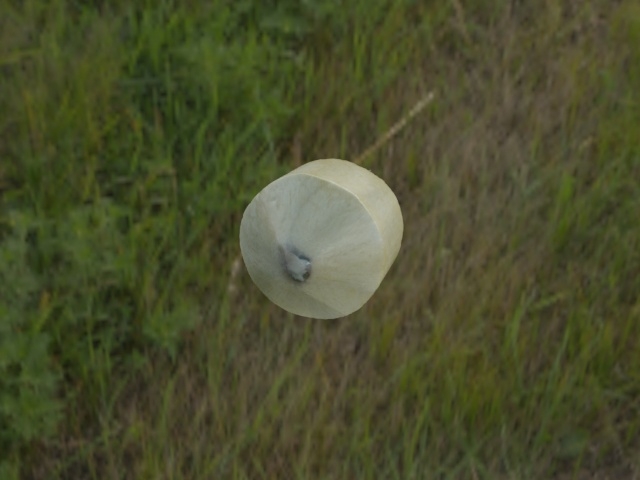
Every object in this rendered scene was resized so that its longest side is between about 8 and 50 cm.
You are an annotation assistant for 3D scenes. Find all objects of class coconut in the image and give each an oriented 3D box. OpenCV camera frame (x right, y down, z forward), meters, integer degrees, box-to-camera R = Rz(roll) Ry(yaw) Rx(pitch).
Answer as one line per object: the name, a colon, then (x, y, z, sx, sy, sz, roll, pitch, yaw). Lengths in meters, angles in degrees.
coconut: (0.000, 0.000, 2.031, 0.202, 0.202, 0.222, 18, 20, 14)
